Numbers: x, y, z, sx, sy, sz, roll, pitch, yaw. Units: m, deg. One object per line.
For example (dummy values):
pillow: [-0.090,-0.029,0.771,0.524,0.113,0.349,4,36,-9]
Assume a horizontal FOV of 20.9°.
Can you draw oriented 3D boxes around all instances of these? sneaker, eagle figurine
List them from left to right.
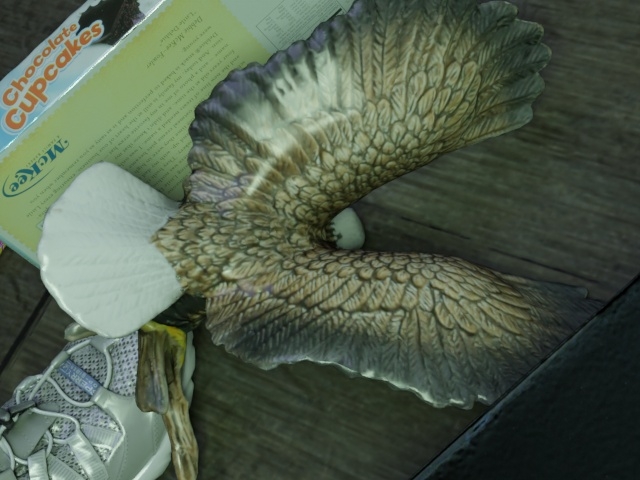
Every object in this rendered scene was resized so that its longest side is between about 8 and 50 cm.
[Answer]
sneaker: [-0.183,0.142,1.119,0.105,0.115,0.281,24,77,40]
eagle figurine: [0.004,-0.005,1.042,0.298,0.226,0.225,-17,31,27]

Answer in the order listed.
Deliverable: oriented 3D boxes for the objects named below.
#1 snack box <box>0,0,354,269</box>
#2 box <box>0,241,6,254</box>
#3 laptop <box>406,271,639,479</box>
snack box: [-0.084,-0.105,1.158,0.322,0.187,0.060,-42,49,4]
box: [-0.434,-0.049,1.289,0.290,0.279,0.177,22,76,40]
laptop: [0.287,0.172,0.766,0.408,0.236,0.382,-19,61,-20]
